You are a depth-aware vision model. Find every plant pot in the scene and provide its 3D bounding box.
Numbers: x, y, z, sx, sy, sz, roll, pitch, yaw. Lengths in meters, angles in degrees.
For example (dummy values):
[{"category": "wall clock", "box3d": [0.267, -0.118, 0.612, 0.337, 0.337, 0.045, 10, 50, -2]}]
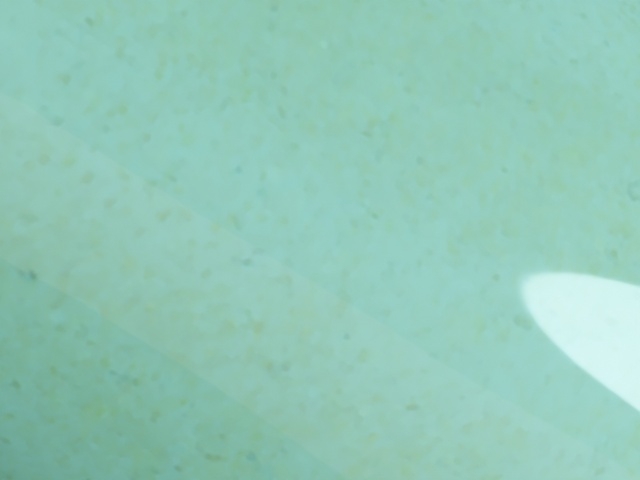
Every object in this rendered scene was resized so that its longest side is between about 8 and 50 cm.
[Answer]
[{"category": "plant pot", "box3d": [0.000, 0.000, 0.514, 0.305, 0.334, 0.334, 31, 117, -22]}]
